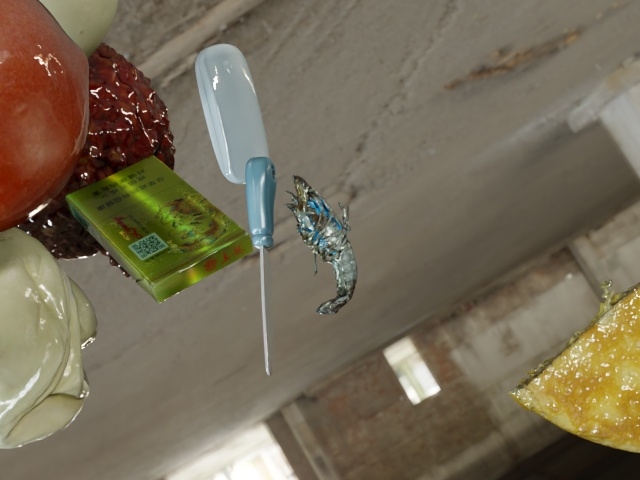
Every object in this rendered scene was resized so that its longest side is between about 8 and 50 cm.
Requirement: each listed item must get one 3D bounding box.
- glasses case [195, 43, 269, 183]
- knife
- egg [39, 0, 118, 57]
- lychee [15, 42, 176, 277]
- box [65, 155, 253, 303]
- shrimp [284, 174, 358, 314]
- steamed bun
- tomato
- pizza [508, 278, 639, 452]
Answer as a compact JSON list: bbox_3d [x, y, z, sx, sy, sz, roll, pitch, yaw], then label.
[{"bbox_3d":[-0.111,-0.160,1.305,0.067,0.178,0.045,-17,-176,-39],"label":"glasses case"},{"bbox_3d":[-0.060,0.027,1.143,0.032,0.244,0.058,-5,172,5],"label":"knife"},{"bbox_3d":[-0.441,-0.404,1.537,0.283,0.283,0.345,-28,167,-16],"label":"egg"},{"bbox_3d":[-0.471,-0.151,1.910,0.425,0.500,0.424,-25,180,0],"label":"lychee"},{"bbox_3d":[-0.260,-0.026,1.627,0.173,0.311,0.043,-29,132,-23],"label":"box"},{"bbox_3d":[0.005,0.000,1.226,0.076,0.174,0.082,-15,177,-21],"label":"shrimp"},{"bbox_3d":[-0.456,0.131,1.541,0.237,0.346,0.394,-20,161,-36],"label":"steamed bun"},{"bbox_3d":[-0.418,-0.158,1.171,0.321,0.321,0.321,-30,170,-6],"label":"tomato"},{"bbox_3d":[0.446,0.158,1.448,0.075,0.280,0.287,-76,-169,-83],"label":"pizza"}]
